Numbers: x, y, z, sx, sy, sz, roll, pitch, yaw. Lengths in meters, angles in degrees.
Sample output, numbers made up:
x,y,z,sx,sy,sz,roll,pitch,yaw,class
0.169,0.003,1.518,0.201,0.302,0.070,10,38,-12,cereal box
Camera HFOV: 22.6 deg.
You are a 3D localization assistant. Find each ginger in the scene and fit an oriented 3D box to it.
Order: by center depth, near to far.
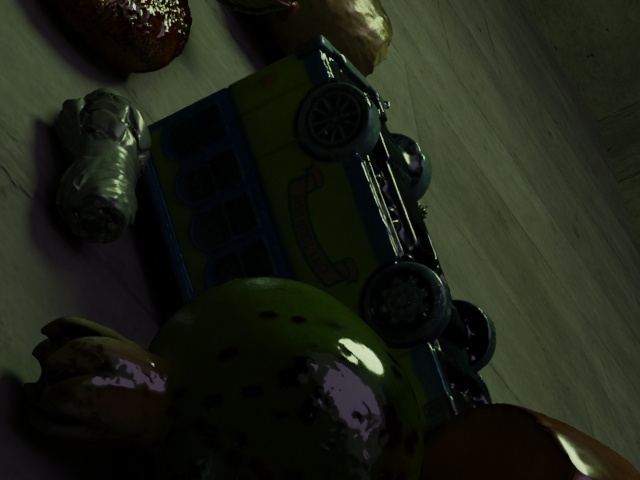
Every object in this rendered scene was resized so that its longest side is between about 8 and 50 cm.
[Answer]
x,y,z,sx,sy,sz,roll,pitch,yaw,class
-0.017,-0.273,1.658,0.221,0.130,0.276,51,17,-66,ginger

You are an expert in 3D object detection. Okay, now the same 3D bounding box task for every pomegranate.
x,y,z,sx,sy,sz,roll,pitch,yaw,class
-0.054,0.112,0.934,0.248,0.202,0.202,17,40,-25,pomegranate

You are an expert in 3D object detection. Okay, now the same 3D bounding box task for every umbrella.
x,y,z,sx,sy,sz,roll,pitch,yaw,class
-0.148,-0.054,1.080,0.067,0.062,0.143,19,38,-22,umbrella

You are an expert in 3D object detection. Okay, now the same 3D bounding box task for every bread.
x,y,z,sx,sy,sz,roll,pitch,yaw,class
-0.164,-0.213,1.243,0.193,0.064,0.193,51,19,-26,bread

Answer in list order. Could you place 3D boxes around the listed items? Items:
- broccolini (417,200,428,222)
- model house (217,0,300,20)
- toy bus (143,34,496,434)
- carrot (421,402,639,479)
x,y,z,sx,sy,sz,roll,pitch,yaw,class
0.033,-0.063,1.646,0.239,0.051,0.054,32,41,-48,broccolini
-0.078,-0.295,1.350,0.254,0.160,0.196,55,-8,-17,model house
0.002,0.035,1.145,0.152,0.190,0.312,37,31,-65,toy bus
0.083,0.248,0.945,0.100,0.307,0.258,30,-4,-26,carrot
